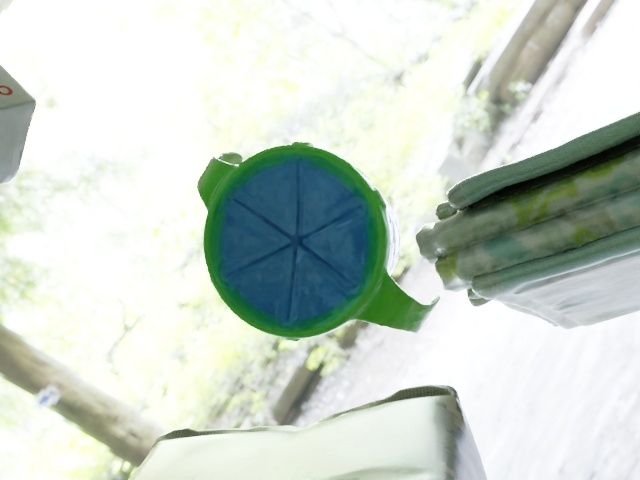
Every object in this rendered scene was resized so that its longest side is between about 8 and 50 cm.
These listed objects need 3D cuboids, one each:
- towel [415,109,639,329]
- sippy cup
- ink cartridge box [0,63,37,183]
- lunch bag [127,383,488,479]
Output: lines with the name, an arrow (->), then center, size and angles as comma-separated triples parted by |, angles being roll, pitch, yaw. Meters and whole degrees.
towel -> 0.280, -0.036, 0.755 | 0.374, 0.090, 0.320 | -19, -14, 20
sippy cup -> 0.000, 0.000, 1.456 | 0.240, 0.306, 0.224 | -22, -6, 17
ink cartridge box -> -0.352, -0.127, 0.915 | 0.153, 0.208, 0.087 | -25, -29, -47
lunch bag -> 0.007, 0.224, 0.414 | 0.235, 0.168, 0.287 | -54, -48, -81
